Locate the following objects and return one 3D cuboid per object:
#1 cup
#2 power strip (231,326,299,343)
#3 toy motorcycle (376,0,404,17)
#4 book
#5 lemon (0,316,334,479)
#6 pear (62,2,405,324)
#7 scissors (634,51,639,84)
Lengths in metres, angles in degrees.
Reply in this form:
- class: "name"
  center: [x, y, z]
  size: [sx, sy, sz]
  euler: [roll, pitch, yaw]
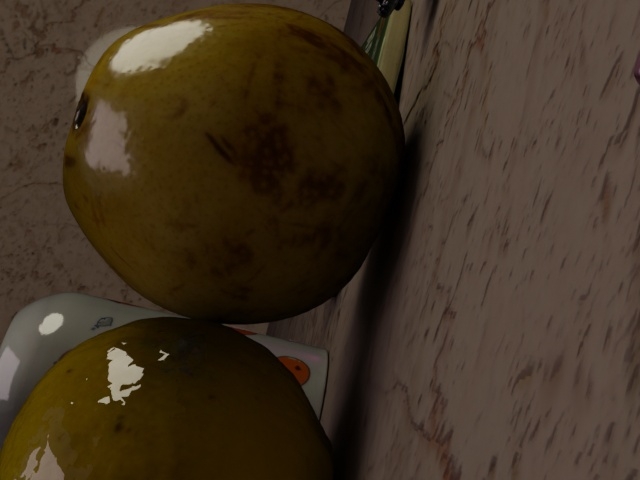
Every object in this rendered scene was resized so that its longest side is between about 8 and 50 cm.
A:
- class: "cup"
  center: [-0.170, 0.176, 1.163]
  size: [0.212, 0.318, 0.212]
  euler: [-165, 90, -86]
- class: "power strip"
  center: [-0.088, 0.235, 1.315]
  size: [0.037, 0.109, 0.278]
  euler: [-87, 13, -78]
- class: "toy motorcycle"
  center: [0.087, -0.292, 1.066]
  size: [0.205, 0.076, 0.114]
  euler: [-77, 13, -51]
- class: "book"
  center: [0.018, -0.122, 1.249]
  size: [0.264, 0.027, 0.202]
  euler: [-54, 14, 42]
- class: "lemon"
  center: [-0.114, 0.188, 0.834]
  size: [0.284, 0.261, 0.260]
  euler: [-114, 32, -44]
- class: "pear"
  center: [-0.069, -0.064, 0.929]
  size: [0.281, 0.281, 0.280]
  euler: [-166, 90, -86]
- class: "scissors"
  center: [0.113, -0.091, 0.312]
  size: [0.039, 0.012, 0.113]
  euler: [-84, 10, -67]
